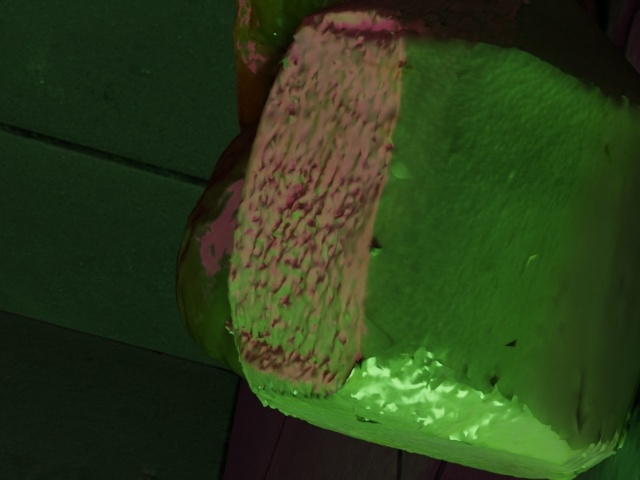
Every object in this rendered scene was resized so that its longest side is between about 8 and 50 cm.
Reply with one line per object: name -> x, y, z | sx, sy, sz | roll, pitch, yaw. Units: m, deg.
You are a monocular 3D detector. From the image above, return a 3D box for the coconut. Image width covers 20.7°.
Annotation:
coconut -> 0.065, -0.019, 0.868 | 0.233, 0.233, 0.245 | 130, 153, -78

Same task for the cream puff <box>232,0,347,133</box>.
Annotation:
cream puff -> 0.029, -0.220, 1.744 | 0.343, 0.231, 0.327 | 87, -176, -51

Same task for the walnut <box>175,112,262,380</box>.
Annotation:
walnut -> 0.000, 0.000, 1.521 | 0.227, 0.283, 0.283 | 5, -77, -54

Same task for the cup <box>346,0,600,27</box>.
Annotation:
cup -> 0.088, -0.130, 1.239 | 0.202, 0.173, 0.255 | 113, 170, -47
